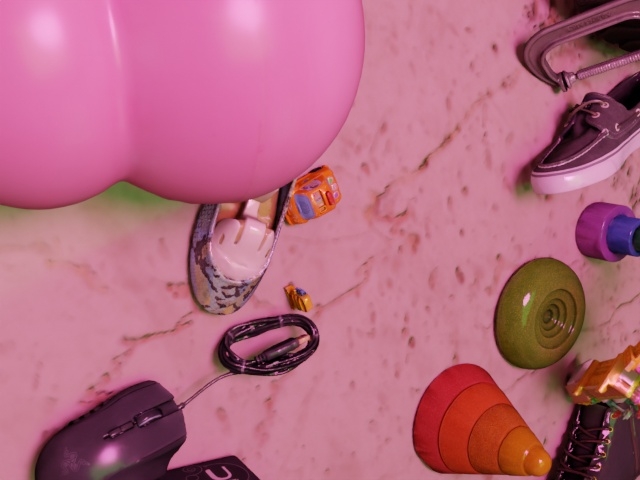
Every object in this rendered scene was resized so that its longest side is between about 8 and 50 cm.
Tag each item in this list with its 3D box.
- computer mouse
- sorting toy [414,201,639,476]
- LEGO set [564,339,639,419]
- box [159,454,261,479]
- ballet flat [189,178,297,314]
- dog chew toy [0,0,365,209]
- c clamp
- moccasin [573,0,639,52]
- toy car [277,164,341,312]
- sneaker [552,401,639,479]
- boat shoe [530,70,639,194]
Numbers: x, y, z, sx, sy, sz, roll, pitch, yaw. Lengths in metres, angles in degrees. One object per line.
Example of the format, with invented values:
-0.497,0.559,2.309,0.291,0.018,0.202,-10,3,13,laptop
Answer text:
-0.101,0.121,0.545,0.242,0.041,0.071,-31,70,-25,computer mouse
0.254,0.108,0.735,0.365,0.126,0.127,-49,120,-14,sorting toy
0.351,0.131,0.710,0.132,0.107,0.287,-44,165,-44,LEGO set
-0.065,0.286,0.480,0.143,0.270,0.165,-4,101,-32,box
-0.053,-0.030,0.549,0.070,0.070,0.189,15,90,-33,ballet flat
-0.145,-0.108,0.404,0.331,0.206,0.207,-12,106,-22,dog chew toy
0.287,-0.184,0.698,0.137,0.160,0.022,38,47,-53,c clamp
0.393,-0.271,0.742,0.379,0.139,0.147,6,90,-30,moccasin
0.000,0.000,0.603,0.060,0.040,0.122,-14,106,-30,toy car
0.302,0.260,0.830,0.222,0.083,0.118,-26,107,-35,sneaker
0.296,-0.122,0.746,0.228,0.080,0.076,-29,107,-26,boat shoe
